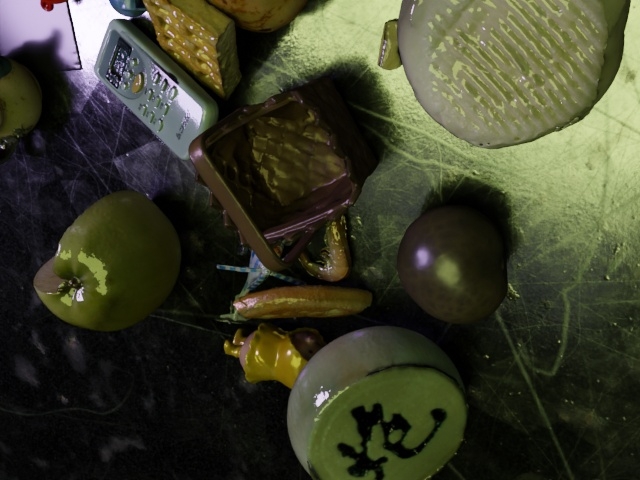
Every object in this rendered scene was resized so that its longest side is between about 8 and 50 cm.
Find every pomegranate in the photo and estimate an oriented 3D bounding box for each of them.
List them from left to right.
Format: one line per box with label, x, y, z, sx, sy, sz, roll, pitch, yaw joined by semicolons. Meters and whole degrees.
pomegranate;-0.111;-0.456;1.217;0.215;0.215;0.215;8;116;17

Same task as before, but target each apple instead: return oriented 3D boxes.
apple;-0.421;0.062;1.532;0.233;0.258;0.295;46;120;-7

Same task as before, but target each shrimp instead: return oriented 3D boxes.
shrimp;0.001;-0.001;1.475;0.124;0.034;0.178;2;117;28

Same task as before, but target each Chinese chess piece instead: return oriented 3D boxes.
Chinese chess piece;0.111;0.334;1.432;0.349;0.146;0.349;-7;118;-14

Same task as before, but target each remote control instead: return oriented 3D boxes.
remote control;-0.312;-0.281;1.408;0.296;0.056;0.140;44;127;16

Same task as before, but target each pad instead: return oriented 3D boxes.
pad;-0.591;-0.485;1.491;0.202;0.005;0.299;2;114;20

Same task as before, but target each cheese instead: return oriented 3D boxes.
cheese;0.123;-0.331;1.274;0.044;0.030;0.083;8;113;-6

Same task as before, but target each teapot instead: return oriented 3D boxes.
teapot;-0.669;-0.267;1.517;0.173;0.182;0.269;19;123;9

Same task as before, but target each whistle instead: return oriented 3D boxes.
whistle;-0.330;-0.452;1.373;0.158;0.090;0.090;-4;119;-20

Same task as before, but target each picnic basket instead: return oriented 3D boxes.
picnic basket;-0.082;-0.115;1.291;0.291;0.321;0.254;-24;107;31

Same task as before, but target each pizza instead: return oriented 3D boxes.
pizza;-0.032;0.124;1.490;0.271;0.134;0.056;-7;73;7

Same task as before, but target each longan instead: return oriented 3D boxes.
longan;0.234;0.042;1.316;0.198;0.198;0.212;-26;101;29

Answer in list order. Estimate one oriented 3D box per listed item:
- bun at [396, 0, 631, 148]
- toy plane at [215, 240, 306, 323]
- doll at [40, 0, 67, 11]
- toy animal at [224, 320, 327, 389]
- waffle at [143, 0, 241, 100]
bun;0.287;-0.324;1.116;0.360;0.211;0.359;14;128;19
toy plane;-0.123;0.064;1.531;0.182;0.107;0.273;0;141;-9
doll;-0.498;-0.535;1.385;0.183;0.085;0.217;30;111;2
toy animal;-0.083;0.244;1.551;0.230;0.156;0.156;18;119;16
waffle;-0.218;-0.351;1.287;0.168;0.274;0.057;38;81;4
